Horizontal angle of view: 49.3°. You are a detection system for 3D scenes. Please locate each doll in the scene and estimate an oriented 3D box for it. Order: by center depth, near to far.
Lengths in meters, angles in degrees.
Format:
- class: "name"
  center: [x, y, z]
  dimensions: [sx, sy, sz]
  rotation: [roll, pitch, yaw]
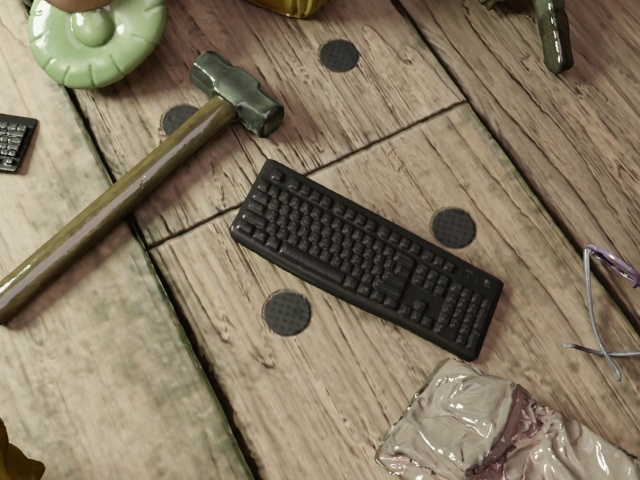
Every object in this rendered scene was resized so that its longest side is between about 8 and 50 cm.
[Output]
- class: "doll"
  center: [-0.249, -0.328, 0.774]
  dimensions: [0.268, 0.216, 0.284]
  rotation: [-40, 84, 6]

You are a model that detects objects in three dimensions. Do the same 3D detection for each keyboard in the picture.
- class: "keyboard"
  center: [0.001, -0.005, 0.689]
  dimensions: [0.381, 0.041, 0.104]
  rotation: [25, 68, 1]
- class: "keyboard"
  center: [-0.413, -0.120, 0.752]
  dimensions: [0.196, 0.015, 0.074]
  rotation: [10, 67, 1]

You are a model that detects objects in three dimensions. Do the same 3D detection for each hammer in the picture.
- class: "hammer"
  center: [-0.200, -0.054, 0.722]
  dimensions: [0.111, 0.043, 0.365]
  rotation: [41, 73, 12]

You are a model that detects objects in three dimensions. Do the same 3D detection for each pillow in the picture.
- class: "pillow"
  center: [0.175, 0.196, 0.590]
  dimensions: [0.248, 0.049, 0.135]
  rotation: [28, 60, 32]

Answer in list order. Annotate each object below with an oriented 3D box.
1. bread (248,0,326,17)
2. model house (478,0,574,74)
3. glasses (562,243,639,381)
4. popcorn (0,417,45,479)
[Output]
- class: "bread"
  center: [-0.008, -0.406, 0.837]
  dimensions: [0.152, 0.119, 0.288]
  rotation: [23, 68, 3]
- class: "model house"
  center: [0.213, -0.330, 0.767]
  dimensions: [0.218, 0.204, 0.279]
  rotation: [-1, 82, -33]
- class: "glasses"
  center: [0.294, 0.084, 0.694]
  dimensions: [0.140, 0.062, 0.104]
  rotation: [40, 93, 13]
- class: "popcorn"
  center: [-0.304, 0.230, 0.515]
  dimensions: [0.249, 0.225, 0.250]
  rotation: [4, 77, -16]
